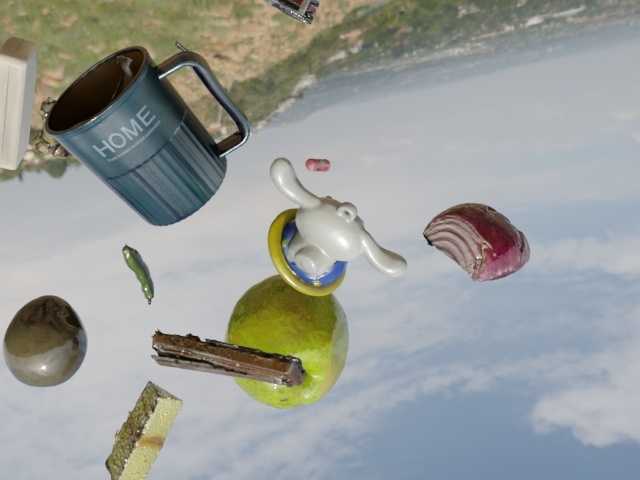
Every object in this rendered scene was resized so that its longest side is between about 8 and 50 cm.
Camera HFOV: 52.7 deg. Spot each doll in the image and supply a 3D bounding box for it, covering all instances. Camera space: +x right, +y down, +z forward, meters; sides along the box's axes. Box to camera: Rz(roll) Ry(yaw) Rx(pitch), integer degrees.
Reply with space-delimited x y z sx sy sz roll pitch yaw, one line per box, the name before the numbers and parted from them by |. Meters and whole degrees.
doll | -0.026 -0.010 1.229 0.159 0.311 0.242 -48 -159 -20

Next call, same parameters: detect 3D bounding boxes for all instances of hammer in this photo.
hammer | -0.007 -0.226 1.930 0.083 0.043 0.043 -2 -178 -40

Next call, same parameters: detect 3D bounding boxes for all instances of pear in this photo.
pear | -0.093 0.293 1.821 0.391 0.391 0.391 -11 -169 2

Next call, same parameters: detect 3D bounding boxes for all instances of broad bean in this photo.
broad bean | -0.555 0.096 1.990 0.046 0.254 0.065 6 -134 17

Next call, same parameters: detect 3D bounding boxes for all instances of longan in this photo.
longan | -0.739 0.271 1.747 0.248 0.248 0.248 -11 -169 2

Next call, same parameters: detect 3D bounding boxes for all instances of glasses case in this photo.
glasses case | -0.817 -0.359 1.715 0.076 0.336 0.144 14 -145 -16

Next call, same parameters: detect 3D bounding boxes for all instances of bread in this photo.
bread | -0.481 0.526 1.749 0.178 0.142 0.266 17 -106 51

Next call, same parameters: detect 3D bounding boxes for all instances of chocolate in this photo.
chocolate | -0.188 0.241 1.277 0.329 0.102 0.065 6 -121 20

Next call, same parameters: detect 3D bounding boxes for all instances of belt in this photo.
belt | -0.170 -0.829 2.117 0.359 0.094 0.126 21 -174 -30

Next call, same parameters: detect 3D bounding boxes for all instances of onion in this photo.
onion | 0.403 -0.029 1.588 0.247 0.111 0.250 -19 -138 -29

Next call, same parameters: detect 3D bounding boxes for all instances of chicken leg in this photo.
chicken leg | -0.627 -0.257 1.517 0.080 0.125 0.196 22 176 0

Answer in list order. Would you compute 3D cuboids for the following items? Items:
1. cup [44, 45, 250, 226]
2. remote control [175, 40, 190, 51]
cup | -0.337 -0.220 1.313 0.308 0.292 0.242 -48 -139 -14
remote control | -0.372 -0.526 1.823 0.016 0.091 0.034 -45 -146 16
